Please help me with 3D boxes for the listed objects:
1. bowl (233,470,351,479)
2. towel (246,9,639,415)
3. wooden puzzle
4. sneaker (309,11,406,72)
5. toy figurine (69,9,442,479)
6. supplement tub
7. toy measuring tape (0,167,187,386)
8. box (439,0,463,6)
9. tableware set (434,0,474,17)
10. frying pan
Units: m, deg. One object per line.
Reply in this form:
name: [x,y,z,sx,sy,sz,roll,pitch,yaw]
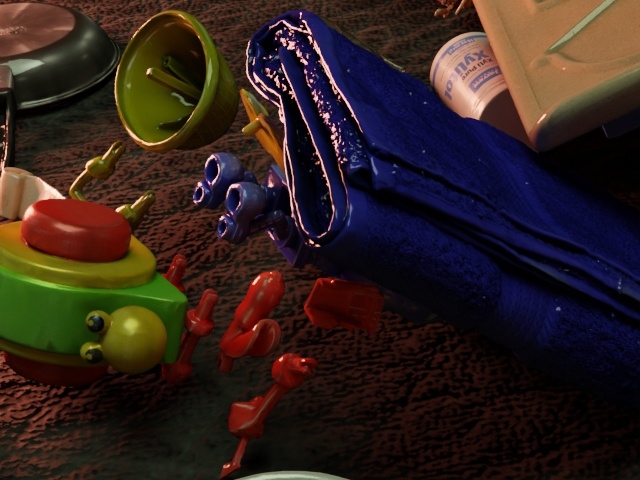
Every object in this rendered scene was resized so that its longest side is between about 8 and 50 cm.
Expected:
bowl: [-0.012,0.198,0.720,0.290,0.156,0.289,-4,32,2]
towel: [0.108,-0.017,0.954,0.308,0.076,0.227,27,25,-29]
wooden puzzle: [0.271,-0.180,1.094,0.322,0.080,0.348,-25,24,10]
sneaker: [0.032,-0.129,1.345,0.071,0.066,0.188,1,33,-23]
toy figurine: [0.000,0.000,1.104,0.217,0.191,0.362,11,24,-32]
supplement tub: [0.135,-0.114,1.282,0.071,0.071,0.107,-13,31,-12]
toy measuring tape: [-0.194,0.012,1.087,0.121,0.121,0.330,-20,28,-23]
box: [0.134,-0.363,1.537,0.167,0.203,0.168,-26,44,-23]
tableware set: [0.138,-0.247,1.430,0.024,0.104,0.154,37,22,11]
frying pan: [-0.297,-0.135,1.404,0.197,0.053,0.326,5,30,16]
